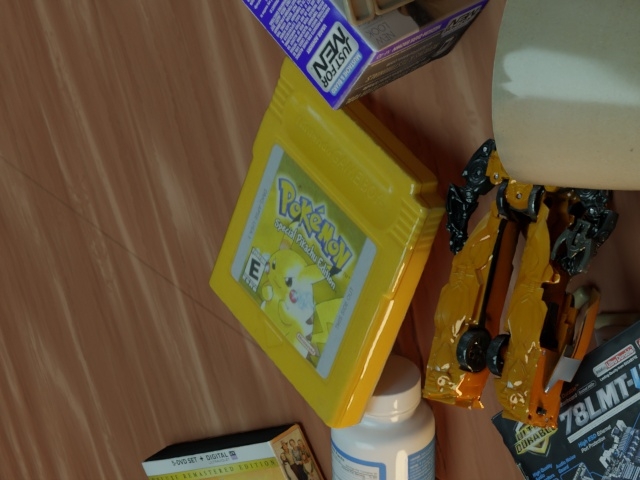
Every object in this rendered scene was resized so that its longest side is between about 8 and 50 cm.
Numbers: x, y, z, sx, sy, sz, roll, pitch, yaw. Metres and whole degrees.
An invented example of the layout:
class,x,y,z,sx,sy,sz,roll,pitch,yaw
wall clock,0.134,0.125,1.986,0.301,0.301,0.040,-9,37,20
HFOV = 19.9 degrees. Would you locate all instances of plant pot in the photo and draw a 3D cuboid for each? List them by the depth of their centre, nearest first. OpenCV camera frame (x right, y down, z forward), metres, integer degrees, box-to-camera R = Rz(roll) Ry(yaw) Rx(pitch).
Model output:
class,x,y,z,sx,sy,sz,roll,pitch,yaw
plant pot,0.325,-0.148,1.572,0.274,0.256,0.257,14,123,27

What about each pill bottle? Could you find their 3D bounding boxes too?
class,x,y,z,sx,sy,sz,roll,pitch,yaw
pill bottle,0.074,0.249,2.140,0.124,0.124,0.222,24,127,36

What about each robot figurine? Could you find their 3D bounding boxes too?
class,x,y,z,sx,sy,sz,roll,pitch,yaw
robot figurine,0.202,0.033,1.825,0.211,0.085,0.291,11,84,45

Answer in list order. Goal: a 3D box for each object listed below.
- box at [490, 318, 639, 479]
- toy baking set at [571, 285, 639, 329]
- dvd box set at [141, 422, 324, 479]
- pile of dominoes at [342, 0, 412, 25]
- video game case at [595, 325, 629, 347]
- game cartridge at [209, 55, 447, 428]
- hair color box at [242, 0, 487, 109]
class,x,y,z,sx,sy,sz,roll,pitch,yaw
box,0.349,0.230,1.788,0.295,0.073,0.293,-40,73,38
toy baking set,0.279,0.164,1.945,0.197,0.030,0.256,55,140,7
dvd box set,-0.054,0.457,2.447,0.307,0.062,0.420,-15,101,49
pile of dominoes,0.064,-0.354,1.741,0.040,0.196,0.251,11,121,52
video game case,0.388,0.180,1.829,0.212,0.023,0.193,2,113,40
game cartridge,0.000,0.000,2.039,0.285,0.052,0.324,47,131,37
hair color box,-0.010,-0.312,1.847,0.339,0.185,0.110,51,139,10
